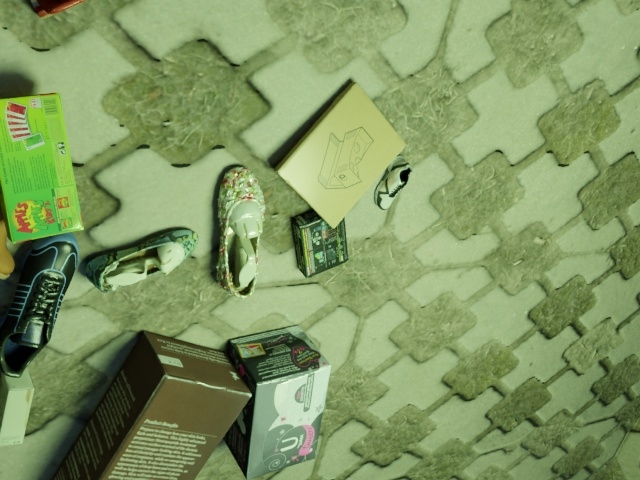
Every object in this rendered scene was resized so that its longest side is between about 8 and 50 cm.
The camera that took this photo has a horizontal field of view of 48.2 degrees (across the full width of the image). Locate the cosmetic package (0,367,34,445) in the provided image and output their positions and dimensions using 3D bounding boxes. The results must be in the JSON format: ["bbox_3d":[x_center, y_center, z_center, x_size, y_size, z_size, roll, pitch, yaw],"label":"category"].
[{"bbox_3d":[-0.497,0.268,1.157,0.041,0.060,0.115,4,119,-36],"label":"cosmetic package"}]

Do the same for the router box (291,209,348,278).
[{"bbox_3d":[0.000,0.000,1.317,0.092,0.038,0.123,-22,129,-20],"label":"router box"}]

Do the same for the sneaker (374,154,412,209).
[{"bbox_3d":[0.136,-0.103,1.335,0.040,0.044,0.109,1,120,-36],"label":"sneaker"}]

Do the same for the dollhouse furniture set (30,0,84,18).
[{"bbox_3d":[-0.284,-0.293,0.783,0.261,0.259,0.135,-29,129,-13],"label":"dollhouse furniture set"}]

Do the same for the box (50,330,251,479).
[{"bbox_3d":[-0.316,0.366,1.290,0.191,0.143,0.381,25,106,-41],"label":"box"}]

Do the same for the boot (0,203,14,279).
[{"bbox_3d":[-0.426,-0.048,0.986,0.152,0.073,0.197,-32,135,-17],"label":"boot"}]

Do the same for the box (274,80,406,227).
[{"bbox_3d":[0.038,-0.144,1.231,0.201,0.021,0.164,-49,125,-4],"label":"box"}]

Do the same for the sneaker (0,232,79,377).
[{"bbox_3d":[-0.420,0.097,1.071,0.081,0.090,0.232,18,109,-39],"label":"sneaker"}]

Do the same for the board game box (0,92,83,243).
[{"bbox_3d":[-0.375,-0.096,0.934,0.092,0.043,0.182,-14,107,-29],"label":"board game box"}]

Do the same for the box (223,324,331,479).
[{"bbox_3d":[-0.090,0.316,1.399,0.163,0.142,0.248,-8,124,-28],"label":"box"}]

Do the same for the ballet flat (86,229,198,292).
[{"bbox_3d":[-0.275,0.038,1.145,0.188,0.070,0.070,-22,129,-20],"label":"ballet flat"}]

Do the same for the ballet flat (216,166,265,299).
[{"bbox_3d":[-0.127,-0.004,1.205,0.091,0.077,0.241,-12,125,-26],"label":"ballet flat"}]
